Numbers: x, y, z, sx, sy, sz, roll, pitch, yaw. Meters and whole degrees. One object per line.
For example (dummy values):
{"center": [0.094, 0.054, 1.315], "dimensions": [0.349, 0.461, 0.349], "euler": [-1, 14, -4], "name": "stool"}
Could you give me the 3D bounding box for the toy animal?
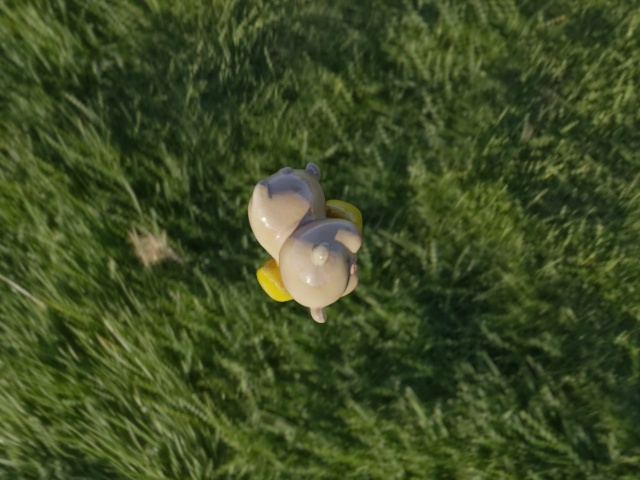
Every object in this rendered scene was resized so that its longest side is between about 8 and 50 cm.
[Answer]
{"center": [0.000, 0.000, 0.938], "dimensions": [0.091, 0.082, 0.114], "euler": [-20, 120, -18], "name": "toy animal"}
